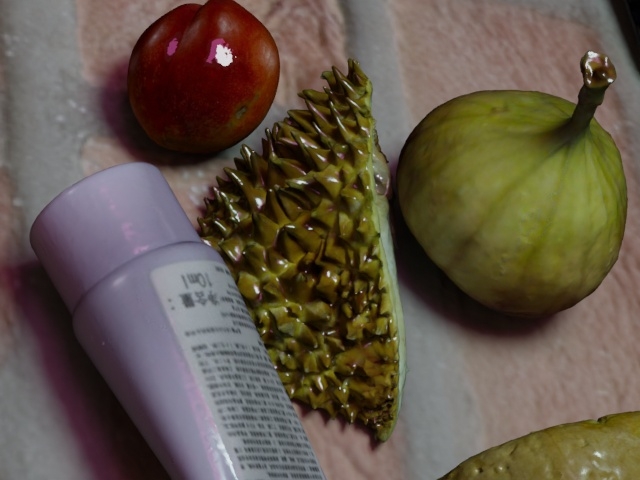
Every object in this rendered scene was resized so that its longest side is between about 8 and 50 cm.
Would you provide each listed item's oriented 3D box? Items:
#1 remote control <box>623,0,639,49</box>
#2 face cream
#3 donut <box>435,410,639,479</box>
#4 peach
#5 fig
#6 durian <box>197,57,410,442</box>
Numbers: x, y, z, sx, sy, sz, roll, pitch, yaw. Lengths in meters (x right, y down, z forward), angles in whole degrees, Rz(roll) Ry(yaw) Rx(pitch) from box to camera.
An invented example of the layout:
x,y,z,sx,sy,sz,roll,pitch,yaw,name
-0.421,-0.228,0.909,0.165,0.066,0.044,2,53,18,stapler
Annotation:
x,y,z,sx,sy,sz,roll,pitch,yaw,name
0.255,-0.223,1.550,0.090,0.066,0.266,10,49,-36,remote control
-0.067,0.087,1.147,0.274,0.096,0.154,58,16,18,face cream
0.166,0.184,1.120,0.261,0.208,0.128,2,54,-34,donut
-0.075,-0.103,1.281,0.100,0.101,0.101,13,53,-17,peach
0.128,-0.034,1.259,0.143,0.231,0.160,-40,85,-3,fig
0.000,0.000,1.258,0.139,0.144,0.252,43,28,-45,durian
